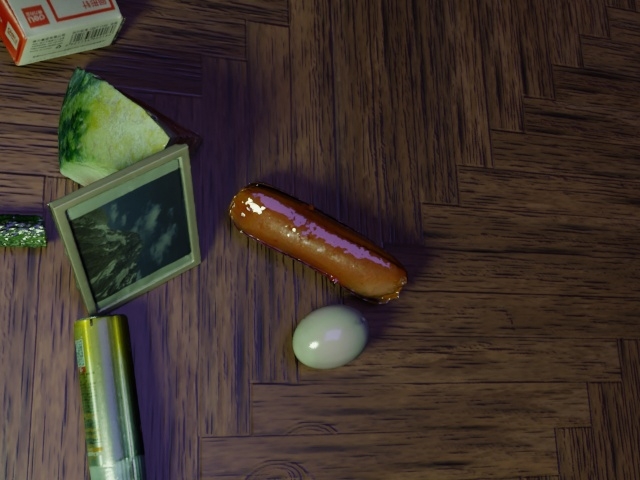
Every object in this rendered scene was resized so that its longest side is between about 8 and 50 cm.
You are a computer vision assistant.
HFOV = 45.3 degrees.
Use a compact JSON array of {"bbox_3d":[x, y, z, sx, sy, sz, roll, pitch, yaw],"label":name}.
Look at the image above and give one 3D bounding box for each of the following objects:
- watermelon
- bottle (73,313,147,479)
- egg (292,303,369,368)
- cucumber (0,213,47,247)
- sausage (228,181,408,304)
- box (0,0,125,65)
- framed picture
[{"bbox_3d":[-0.297,-0.166,1.213,0.310,0.232,0.193,17,66,34],"label":"watermelon"},{"bbox_3d":[-0.311,0.257,1.140,0.082,0.082,0.286,-5,78,-21],"label":"bottle"},{"bbox_3d":[0.018,0.159,1.270,0.134,0.103,0.103,-17,82,-21],"label":"egg"},{"bbox_3d":[-0.512,-0.013,1.159,0.187,0.058,0.058,-1,76,-18],"label":"cucumber"},{"bbox_3d":[0.000,0.000,1.310,0.330,0.102,0.102,30,68,-9],"label":"sausage"},{"bbox_3d":[-0.431,-0.377,1.241,0.182,0.099,0.133,-25,85,-36],"label":"box"},{"bbox_3d":[-0.274,-0.007,1.131,0.208,0.281,0.019,-30,60,-22],"label":"framed picture"}]
